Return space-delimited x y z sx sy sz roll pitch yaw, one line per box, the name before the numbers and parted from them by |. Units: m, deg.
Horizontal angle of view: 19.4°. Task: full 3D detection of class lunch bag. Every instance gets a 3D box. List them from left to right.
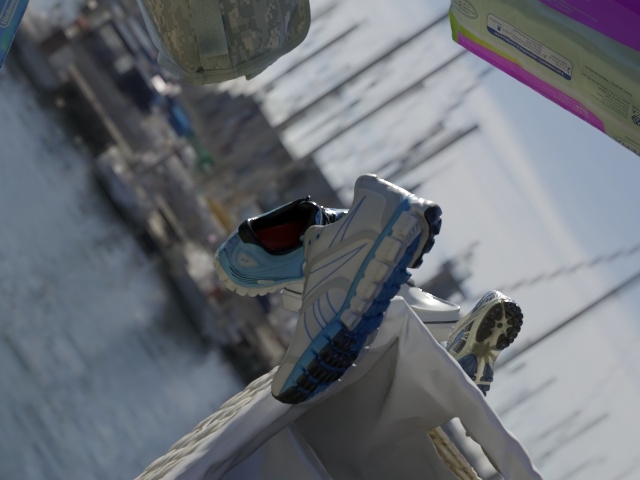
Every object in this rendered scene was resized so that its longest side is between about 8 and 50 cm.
lunch bag | -0.106 -0.283 1.757 0.287 0.169 0.235 -102 180 -74

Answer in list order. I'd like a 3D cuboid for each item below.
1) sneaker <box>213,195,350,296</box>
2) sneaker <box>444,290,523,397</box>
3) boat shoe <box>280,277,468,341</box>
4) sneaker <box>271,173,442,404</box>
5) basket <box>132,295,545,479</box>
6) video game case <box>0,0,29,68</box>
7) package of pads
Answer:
sneaker | 0.000 0.000 1.469 0.063 0.162 0.073 65 -28 27
sneaker | 0.140 0.104 1.740 0.052 0.135 0.058 30 14 -21
boat shoe | 0.059 0.058 2.073 0.083 0.226 0.076 -29 126 -66
sneaker | 0.011 0.034 1.414 0.083 0.191 0.071 36 6 24
basket | 0.000 0.285 1.574 0.328 0.331 0.266 52 -31 -3
video game case | -0.365 -0.175 1.449 0.244 0.269 0.061 20 33 -14
package of pads | 0.269 -0.227 1.512 0.229 0.296 0.101 36 -22 29
